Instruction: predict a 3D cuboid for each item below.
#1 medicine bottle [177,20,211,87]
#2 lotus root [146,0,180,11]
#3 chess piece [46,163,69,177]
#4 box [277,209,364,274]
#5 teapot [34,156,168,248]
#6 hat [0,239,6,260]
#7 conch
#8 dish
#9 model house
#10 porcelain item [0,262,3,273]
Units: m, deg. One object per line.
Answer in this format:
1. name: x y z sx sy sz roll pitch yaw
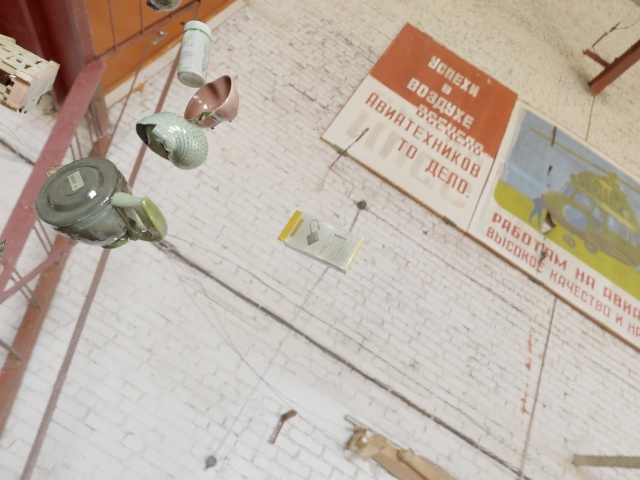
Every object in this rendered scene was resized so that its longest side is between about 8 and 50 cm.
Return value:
1. medicine bottle: -0.386 -0.570 1.288 0.086 0.183 0.086 2 -17 1
2. lotus root: -0.549 -0.928 1.473 0.173 0.173 0.309 39 -25 -12
3. chess piece: -0.833 -0.131 1.451 0.143 0.143 0.260 11 -63 29
4. box: 0.000 0.000 1.309 0.247 0.129 0.033 25 -21 21
5. teapot: -0.609 -0.098 1.227 0.322 0.239 0.239 -15 -33 2
6. hat: -0.899 0.113 1.052 0.128 0.265 0.266 15 -19 -36
7. conch: -0.670 -0.478 1.924 0.303 0.215 0.319 21 -23 17
8. dish: -0.358 -0.456 1.440 0.213 0.213 0.090 6 -26 34
9. model house: -1.033 -0.549 1.353 0.244 0.326 0.169 31 -72 -29
10. porcelain item: -0.451 0.034 0.529 0.054 0.084 0.213 53 -44 36
